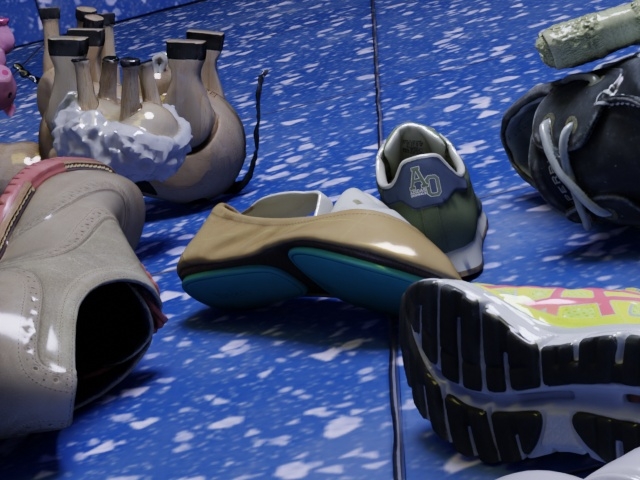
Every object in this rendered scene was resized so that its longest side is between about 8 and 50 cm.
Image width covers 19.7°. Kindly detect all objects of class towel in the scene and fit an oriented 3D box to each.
[{"bbox_3d":[0.188,-0.131,1.147,0.110,0.027,0.148,-17,1,8],"label":"towel"}]

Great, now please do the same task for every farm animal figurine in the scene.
[{"bbox_3d":[-0.198,-0.089,1.519,0.327,0.172,0.330,6,14,24],"label":"farm animal figurine"}]

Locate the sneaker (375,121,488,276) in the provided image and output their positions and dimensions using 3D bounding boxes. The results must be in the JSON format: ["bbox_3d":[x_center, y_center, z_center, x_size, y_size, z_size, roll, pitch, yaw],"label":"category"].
[{"bbox_3d":[0.070,-0.038,1.191,0.064,0.086,0.192,-14,15,4],"label":"sneaker"}]

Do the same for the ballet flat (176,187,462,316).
[{"bbox_3d":[0.000,0.000,1.109,0.232,0.080,0.073,0,59,45],"label":"ballet flat"}]

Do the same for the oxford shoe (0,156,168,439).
[{"bbox_3d":[-0.151,0.041,1.121,0.130,0.123,0.348,11,23,8],"label":"oxford shoe"}]

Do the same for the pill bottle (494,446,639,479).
[{"bbox_3d":[0.050,0.133,0.542,0.193,0.108,0.108,-24,17,-33],"label":"pill bottle"}]

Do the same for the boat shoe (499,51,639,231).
[{"bbox_3d":[0.186,-0.050,1.115,0.119,0.121,0.335,-23,4,-3],"label":"boat shoe"}]

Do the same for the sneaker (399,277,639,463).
[{"bbox_3d":[0.121,0.056,0.840,0.094,0.081,0.208,-17,20,-38],"label":"sneaker"}]
